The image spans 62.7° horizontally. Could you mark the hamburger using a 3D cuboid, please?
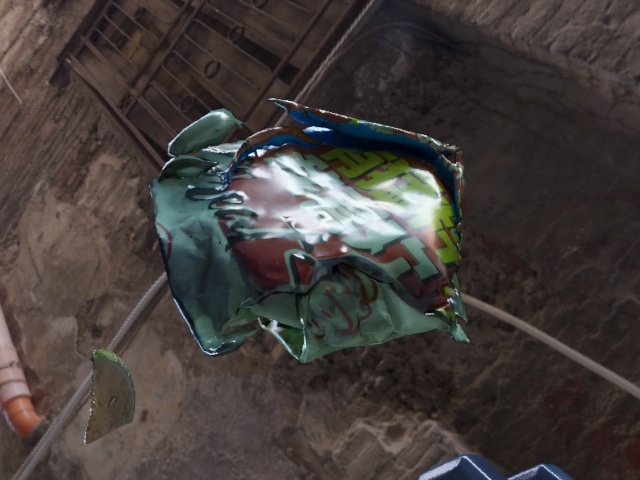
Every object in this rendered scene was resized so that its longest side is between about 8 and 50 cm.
[{"bbox_3d":[-0.006,-0.001,0.471,0.276,0.261,0.150,-2,-36,-10],"label":"hamburger"}]

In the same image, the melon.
[{"bbox_3d":[-0.363,0.254,0.904,0.098,0.054,0.182,-24,-47,-58],"label":"melon"}]

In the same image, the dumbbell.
[{"bbox_3d":[0.276,0.400,0.757,0.325,0.144,0.160,23,-54,-40],"label":"dumbbell"}]
